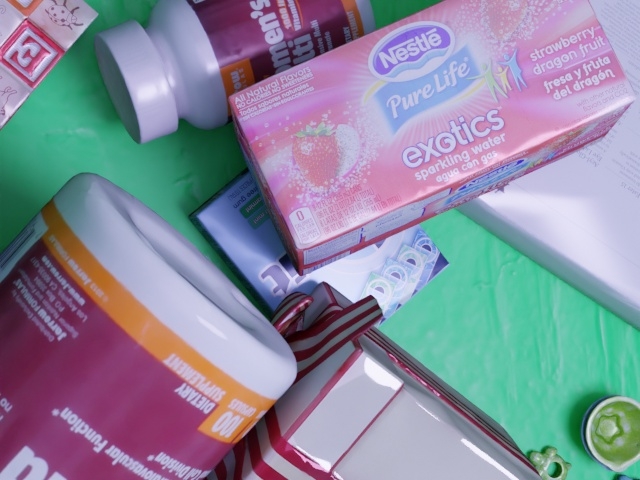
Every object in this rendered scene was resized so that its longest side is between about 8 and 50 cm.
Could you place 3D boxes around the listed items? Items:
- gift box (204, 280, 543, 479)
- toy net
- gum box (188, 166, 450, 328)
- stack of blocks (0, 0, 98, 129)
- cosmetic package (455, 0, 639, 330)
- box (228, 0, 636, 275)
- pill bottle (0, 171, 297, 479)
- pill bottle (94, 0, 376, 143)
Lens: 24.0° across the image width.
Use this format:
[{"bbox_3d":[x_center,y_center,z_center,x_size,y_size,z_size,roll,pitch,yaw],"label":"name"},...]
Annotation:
[{"bbox_3d":[0.025,0.192,1.217,0.258,0.276,0.255,38,90,-12],"label":"gift box"},{"bbox_3d":[0.308,0.258,1.436,0.122,0.045,0.232,-44,101,-12],"label":"toy net"},{"bbox_3d":[0.000,0.000,1.351,0.157,0.041,0.184,-40,101,-12],"label":"gum box"},{"bbox_3d":[-0.353,-0.215,1.226,0.297,0.087,0.171,41,80,-12],"label":"stack of blocks"},{"bbox_3d":[0.331,-0.069,1.418,0.377,0.097,0.284,33,79,-13],"label":"cosmetic package"},{"bbox_3d":[0.087,-0.101,1.245,0.300,0.154,0.142,-24,82,-4],"label":"box"},{"bbox_3d":[-0.224,0.162,1.106,0.224,0.224,0.392,42,93,-12],"label":"pill bottle"},{"bbox_3d":[-0.073,-0.167,1.289,0.221,0.121,0.121,-23,96,-15],"label":"pill bottle"}]
